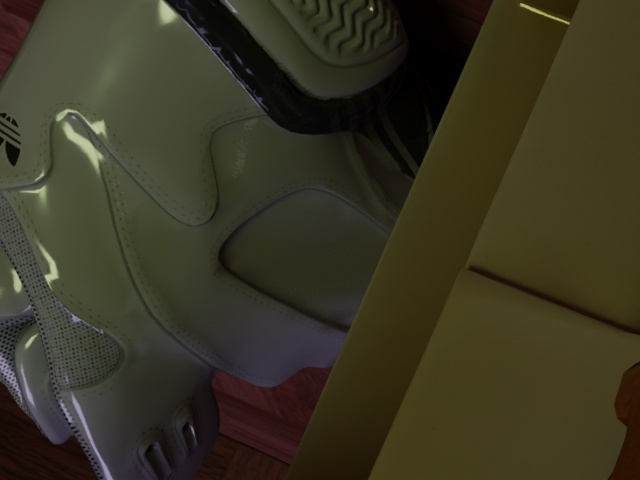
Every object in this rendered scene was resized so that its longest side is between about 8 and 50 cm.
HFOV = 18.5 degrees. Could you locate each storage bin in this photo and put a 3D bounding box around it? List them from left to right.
[{"bbox_3d":[0.058,0.003,0.546,0.123,0.262,0.260,22,166,12],"label":"storage bin"}]

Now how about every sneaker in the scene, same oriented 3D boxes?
[{"bbox_3d":[-0.013,0.018,0.805,0.366,0.210,0.137,40,178,-42],"label":"sneaker"}]

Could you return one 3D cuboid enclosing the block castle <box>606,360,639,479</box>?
[{"bbox_3d":[0.000,0.000,0.249,0.303,0.453,0.213,28,160,-14],"label":"block castle"}]
